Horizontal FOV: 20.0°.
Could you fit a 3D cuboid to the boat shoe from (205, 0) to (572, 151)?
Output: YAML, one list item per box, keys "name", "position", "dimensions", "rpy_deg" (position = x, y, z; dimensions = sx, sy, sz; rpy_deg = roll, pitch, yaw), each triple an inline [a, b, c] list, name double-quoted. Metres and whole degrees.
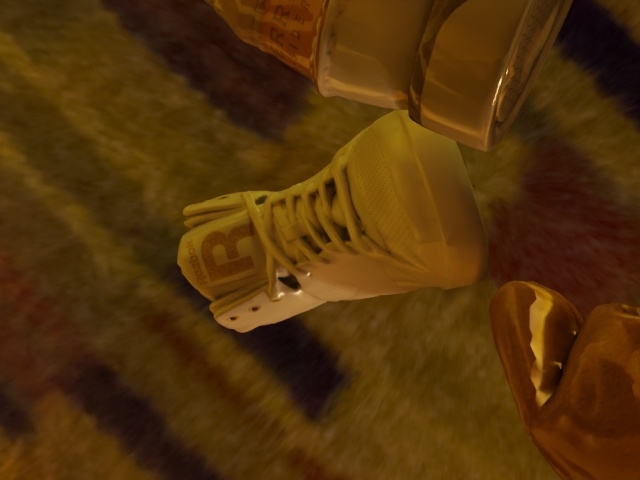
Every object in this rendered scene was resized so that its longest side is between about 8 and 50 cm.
- name: "boat shoe"
  position: [0.062, -0.172, 0.575]
  dimensions: [0.103, 0.113, 0.302]
  rpy_deg: [21, 60, 11]

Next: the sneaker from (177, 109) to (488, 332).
- name: "sneaker"
  position: [0.000, 0.000, 1.074]
  dimensions: [0.169, 0.292, 0.108]
  rpy_deg: [-15, 81, -5]

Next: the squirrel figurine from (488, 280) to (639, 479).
- name: "squirrel figurine"
  position: [0.344, 0.087, 1.123]
  dimensions: [0.281, 0.397, 0.370]
  rpy_deg: [30, 122, -28]
